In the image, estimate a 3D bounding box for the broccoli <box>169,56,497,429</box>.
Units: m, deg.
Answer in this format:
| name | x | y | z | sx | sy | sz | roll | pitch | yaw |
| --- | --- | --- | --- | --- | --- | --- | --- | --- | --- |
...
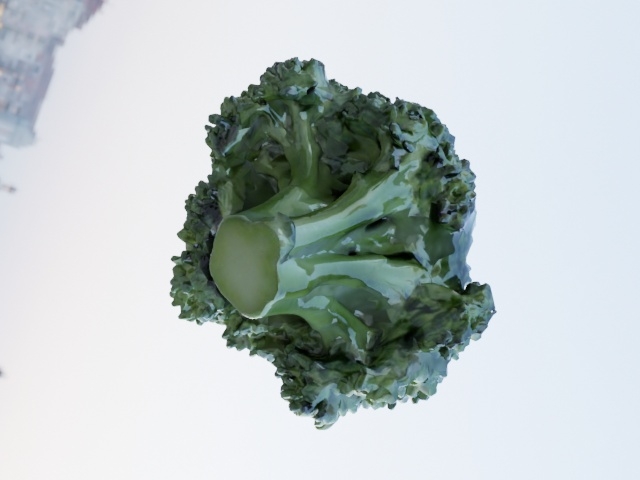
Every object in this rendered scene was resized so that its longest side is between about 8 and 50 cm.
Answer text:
| name | x | y | z | sx | sy | sz | roll | pitch | yaw |
| --- | --- | --- | --- | --- | --- | --- | --- | --- | --- |
| broccoli | 0.002 | 0.008 | 0.955 | 0.260 | 0.288 | 0.235 | -34 | 156 | -35 |
